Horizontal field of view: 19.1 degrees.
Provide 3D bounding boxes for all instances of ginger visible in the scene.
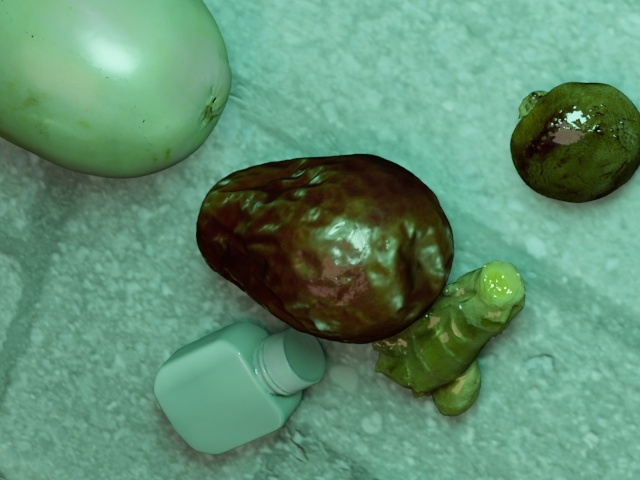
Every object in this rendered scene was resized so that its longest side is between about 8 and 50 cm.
[{"bbox_3d":[0.121,0.089,1.857,0.115,0.081,0.205,28,129,7],"label":"ginger"}]

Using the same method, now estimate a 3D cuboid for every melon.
[{"bbox_3d":[-0.236,-0.187,1.803,0.317,0.223,0.223,28,126,17],"label":"melon"}]

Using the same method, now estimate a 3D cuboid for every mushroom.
[{"bbox_3d":[0.233,-0.088,1.710,0.127,0.087,0.127,5,135,5],"label":"mushroom"}]

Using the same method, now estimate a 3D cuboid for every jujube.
[{"bbox_3d":[0.000,0.000,1.811,0.255,0.190,0.190,16,124,31],"label":"jujube"}]

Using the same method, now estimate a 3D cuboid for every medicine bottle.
[{"bbox_3d":[-0.083,0.149,2.008,0.183,0.069,0.119,-26,102,37],"label":"medicine bottle"}]
